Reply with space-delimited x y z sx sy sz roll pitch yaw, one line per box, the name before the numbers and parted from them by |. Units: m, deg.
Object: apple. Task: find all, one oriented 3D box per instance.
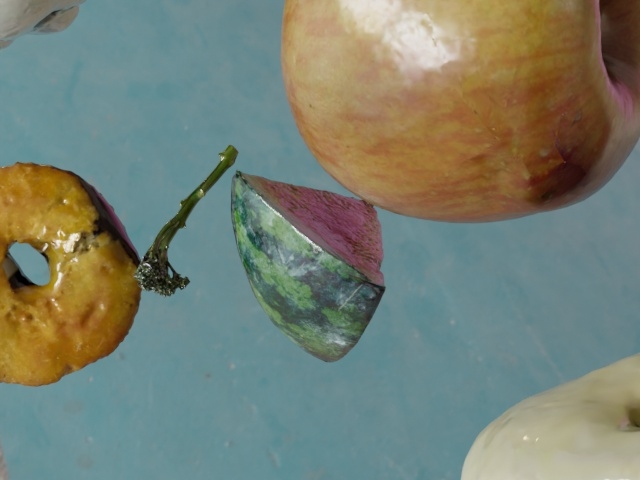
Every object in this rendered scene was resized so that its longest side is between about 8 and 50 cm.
apple | 0.084 -0.111 0.578 0.188 0.211 0.211 5 32 33

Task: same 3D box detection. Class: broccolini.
broccolini | -0.139 -0.023 1.039 0.054 0.052 0.194 49 51 -37

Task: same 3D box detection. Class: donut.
donut | -0.327 0.040 1.173 0.253 0.118 0.253 3 75 -10

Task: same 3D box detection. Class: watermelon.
watermelon | -0.017 0.015 1.040 0.207 0.136 0.202 49 16 2

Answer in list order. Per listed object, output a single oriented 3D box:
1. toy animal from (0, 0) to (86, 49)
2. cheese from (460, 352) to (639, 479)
toy animal | -0.300 -0.303 0.951 0.174 0.249 0.289 -1 15 -15
cheese | 0.275 0.069 0.526 0.328 0.351 0.129 -43 114 -40
